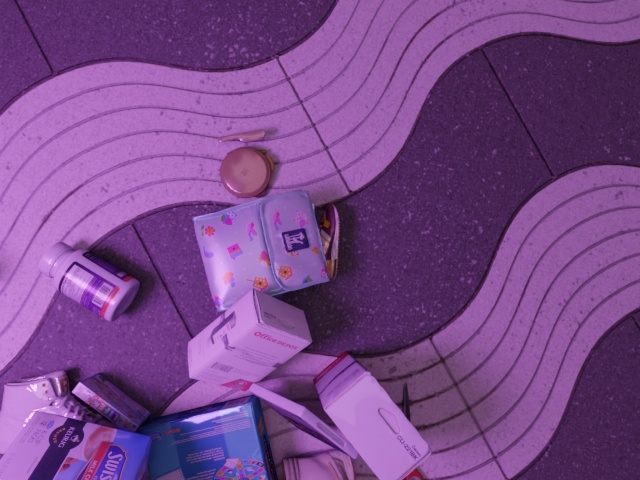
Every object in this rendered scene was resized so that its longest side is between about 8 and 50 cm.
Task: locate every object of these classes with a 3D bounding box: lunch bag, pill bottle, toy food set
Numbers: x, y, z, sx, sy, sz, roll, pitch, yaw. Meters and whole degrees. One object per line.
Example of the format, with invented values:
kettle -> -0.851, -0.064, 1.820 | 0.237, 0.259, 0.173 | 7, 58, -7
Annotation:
lunch bag -> -0.123, 0.021, 1.049 | 0.262, 0.160, 0.223 | -15, 86, 2
pill bottle -> -0.513, 0.086, 1.040 | 0.193, 0.108, 0.108 | 32, 82, -2
toy food set -> -0.176, -0.164, 1.138 | 0.132, 0.038, 0.192 | -7, 91, 1

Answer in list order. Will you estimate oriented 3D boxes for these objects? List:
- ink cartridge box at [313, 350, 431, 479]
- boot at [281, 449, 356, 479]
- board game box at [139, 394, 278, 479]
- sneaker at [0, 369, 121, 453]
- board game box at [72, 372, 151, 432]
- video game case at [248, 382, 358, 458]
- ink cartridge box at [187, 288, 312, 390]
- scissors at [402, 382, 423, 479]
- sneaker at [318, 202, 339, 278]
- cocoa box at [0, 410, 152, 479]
ink cartridge box -> 0.095, 0.361, 0.990 | 0.114, 0.273, 0.197 | -39, 89, -8
boot -> 0.004, 0.566, 1.009 | 0.165, 0.077, 0.213 | 0, 48, -19
board game box -> -0.225, 0.535, 1.022 | 0.253, 0.079, 0.336 | -14, 86, 3
sneaker -> -0.544, 0.369, 1.010 | 0.292, 0.108, 0.169 | 5, 87, -4
board game box -> -0.450, 0.354, 1.022 | 0.154, 0.103, 0.026 | 37, 82, -1
video game case -> -0.038, 0.376, 0.986 | 0.183, 0.201, 0.023 | 47, 63, -27
ink cartridge box -> -0.151, 0.216, 0.994 | 0.218, 0.158, 0.092 | -38, 45, 22
scissors -> 0.215, 0.499, 1.120 | 0.109, 0.021, 0.297 | 15, 82, -2
sneaker -> 0.000, 0.000, 1.119 | 0.084, 0.069, 0.185 | 1, 83, -6
cocoa box -> -0.474, 0.538, 0.868 | 0.228, 0.231, 0.347 | 15, 118, -5
